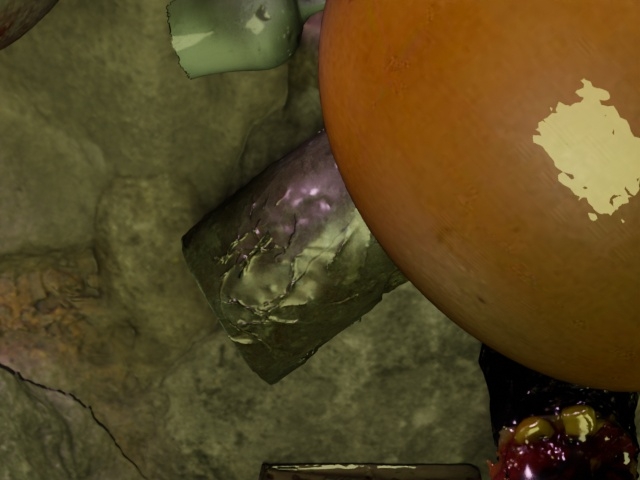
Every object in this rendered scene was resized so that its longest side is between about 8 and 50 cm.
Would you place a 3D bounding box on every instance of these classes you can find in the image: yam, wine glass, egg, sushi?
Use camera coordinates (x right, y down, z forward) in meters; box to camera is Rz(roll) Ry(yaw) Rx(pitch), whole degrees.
[{"bbox_3d":[0.000,0.000,0.818,0.254,0.154,0.154,-36,110,18],"label":"yam"},{"bbox_3d":[-0.014,-0.173,0.766,0.196,0.079,0.079,-12,115,6],"label":"wine glass"},{"bbox_3d":[0.153,-0.074,0.621,0.283,0.282,0.351,-33,90,16],"label":"egg"},{"bbox_3d":[0.213,0.203,0.903,0.153,0.150,0.172,6,116,-2],"label":"sushi"}]

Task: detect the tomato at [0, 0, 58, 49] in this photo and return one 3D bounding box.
[{"bbox_3d":[-0.281,-0.250,0.609,0.283,0.317,0.316,5,123,41],"label":"tomato"}]

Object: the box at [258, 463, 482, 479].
[{"bbox_3d":[0.044,0.357,0.906,0.225,0.297,0.190,1,113,1],"label":"box"}]
